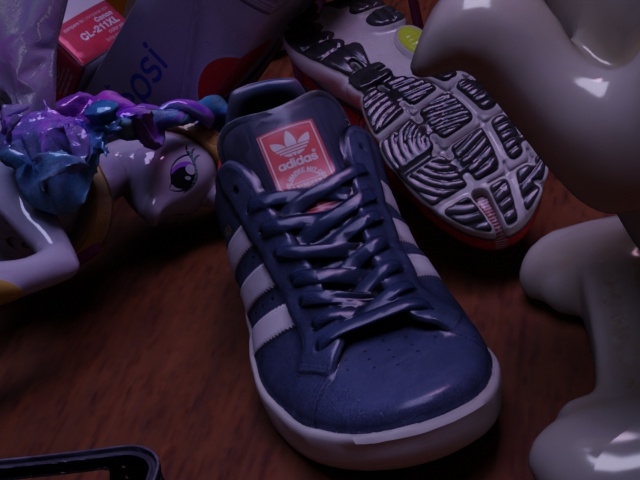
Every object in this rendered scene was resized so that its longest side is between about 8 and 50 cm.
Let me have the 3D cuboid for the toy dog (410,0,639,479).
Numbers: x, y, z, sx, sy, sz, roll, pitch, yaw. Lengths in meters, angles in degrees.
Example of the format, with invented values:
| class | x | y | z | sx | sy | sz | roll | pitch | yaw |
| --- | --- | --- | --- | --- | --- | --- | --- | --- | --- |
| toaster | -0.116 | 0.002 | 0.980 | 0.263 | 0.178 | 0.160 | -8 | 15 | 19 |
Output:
| class | x | y | z | sx | sy | sz | roll | pitch | yaw |
| --- | --- | --- | --- | --- | --- | --- | --- | --- | --- |
| toy dog | 0.226 | -0.112 | 0.660 | 0.395 | 0.408 | 0.284 | -4 | 28 | 18 |

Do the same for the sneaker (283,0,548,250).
| class | x | y | z | sx | sy | sz | roll | pitch | yaw |
| --- | --- | --- | --- | --- | --- | --- | --- | --- | --- |
| sneaker | 0.074 | -0.074 | 0.993 | 0.107 | 0.118 | 0.279 | -27 | 44 | -10 |

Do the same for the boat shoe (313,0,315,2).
| class | x | y | z | sx | sy | sz | roll | pitch | yaw |
| --- | --- | --- | --- | --- | --- | --- | --- | --- | --- |
| boat shoe | -0.038 | -0.324 | 1.583 | 0.095 | 0.095 | 0.257 | -5 | 35 | -2 |

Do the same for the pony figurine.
| class | x | y | z | sx | sy | sz | roll | pitch | yaw |
| --- | --- | --- | --- | --- | --- | --- | --- | --- | --- |
| pony figurine | -0.247 | -0.063 | 0.994 | 0.351 | 0.303 | 0.363 | 41 | 47 | 20 |

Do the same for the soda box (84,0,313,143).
| class | x | y | z | sx | sy | sz | roll | pitch | yaw |
| --- | --- | --- | --- | --- | --- | --- | --- | --- | --- |
| soda box | -0.083 | -0.169 | 1.083 | 0.091 | 0.098 | 0.286 | -42 | -5 | -46 |

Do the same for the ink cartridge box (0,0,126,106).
| class | x | y | z | sx | sy | sz | roll | pitch | yaw |
| --- | --- | --- | --- | --- | --- | --- | --- | --- | --- |
| ink cartridge box | -0.252 | -0.183 | 1.186 | 0.072 | 0.175 | 0.127 | -41 | -8 | -37 |

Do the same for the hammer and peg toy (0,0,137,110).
| class | x | y | z | sx | sy | sz | roll | pitch | yaw |
| --- | --- | --- | --- | --- | --- | --- | --- | --- | --- |
| hammer and peg toy | -0.224 | -0.289 | 1.281 | 0.266 | 0.361 | 0.127 | -1 | 15 | 25 |

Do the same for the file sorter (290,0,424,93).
| class | x | y | z | sx | sy | sz | roll | pitch | yaw |
| --- | --- | --- | --- | --- | --- | --- | --- | --- | --- |
| file sorter | 0.115 | -0.194 | 1.133 | 0.202 | 0.182 | 0.290 | -26 | 28 | -23 |

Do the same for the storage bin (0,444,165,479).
| class | x | y | z | sx | sy | sz | roll | pitch | yaw |
| --- | --- | --- | --- | --- | --- | --- | --- | --- | --- |
| storage bin | -0.131 | 0.178 | 0.607 | 0.122 | 0.084 | 0.180 | -7 | 27 | 10 |

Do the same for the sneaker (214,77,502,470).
| class | x | y | z | sx | sy | sz | roll | pitch | yaw |
| --- | --- | --- | --- | --- | --- | --- | --- | --- | --- |
| sneaker | 0.000 | 0.000 | 0.832 | 0.131 | 0.148 | 0.350 | -18 | 27 | -11 |

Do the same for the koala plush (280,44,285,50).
| class | x | y | z | sx | sy | sz | roll | pitch | yaw |
| --- | --- | --- | --- | --- | --- | --- | --- | --- | --- |
| koala plush | -0.128 | -0.274 | 1.408 | 0.221 | 0.196 | 0.203 | 2 | 17 | 35 |
